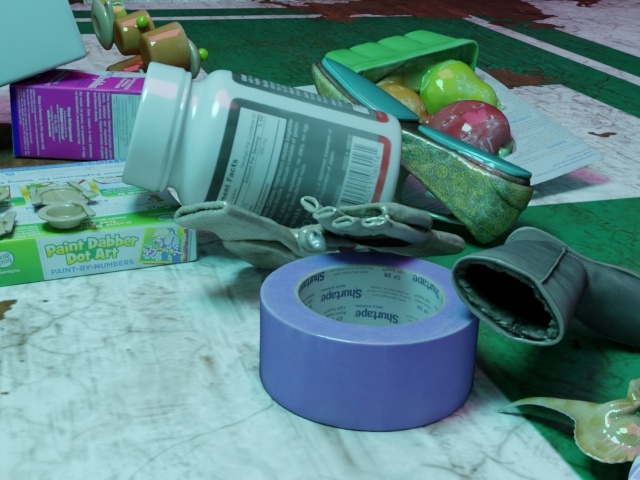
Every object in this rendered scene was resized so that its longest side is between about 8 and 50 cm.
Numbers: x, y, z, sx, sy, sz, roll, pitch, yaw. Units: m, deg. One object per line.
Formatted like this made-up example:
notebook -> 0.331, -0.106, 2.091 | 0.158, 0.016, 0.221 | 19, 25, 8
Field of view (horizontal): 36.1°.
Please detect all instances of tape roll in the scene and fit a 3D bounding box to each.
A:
tape roll -> 0.041, 0.080, 0.850 | 0.188, 0.080, 0.189 | 3, 22, -1

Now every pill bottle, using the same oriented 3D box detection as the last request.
pill bottle -> -0.066, -0.096, 1.092 | 0.283, 0.161, 0.161 | 13, 20, -12

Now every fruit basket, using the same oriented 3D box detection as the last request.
fruit basket -> 0.167, -0.157, 1.410 | 0.327, 0.165, 0.353 | -20, 51, -28

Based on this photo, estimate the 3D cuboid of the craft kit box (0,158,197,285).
craft kit box -> -0.295, -0.029, 1.133 | 0.249, 0.061, 0.246 | -7, 21, -21

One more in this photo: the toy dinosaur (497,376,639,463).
toy dinosaur -> 0.225, 0.137, 0.748 | 0.092, 0.053, 0.183 | -23, 32, -27

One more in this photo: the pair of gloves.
pair of gloves -> 0.000, 0.000, 0.976 | 0.240, 0.042, 0.204 | -2, -14, 28

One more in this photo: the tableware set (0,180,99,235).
tableware set -> -0.319, -0.037, 1.054 | 0.168, 0.020, 0.141 | -7, 24, -22

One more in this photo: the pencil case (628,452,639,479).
pencil case -> 0.192, 0.192, 0.569 | 0.086, 0.088, 0.206 | -15, 8, 34

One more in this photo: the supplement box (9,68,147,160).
supplement box -> -0.327, -0.183, 1.437 | 0.219, 0.114, 0.111 | 4, 23, 1

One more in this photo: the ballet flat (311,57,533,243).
ballet flat -> 0.099, -0.109, 1.217 | 0.348, 0.123, 0.123 | 35, 36, 29

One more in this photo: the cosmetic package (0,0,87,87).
cosmetic package -> -0.588, -0.266, 1.381 | 0.453, 0.162, 0.230 | -24, 23, -19

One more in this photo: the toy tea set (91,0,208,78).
toy tea set -> -0.262, -0.294, 1.608 | 0.124, 0.200, 0.336 | -18, 28, -24

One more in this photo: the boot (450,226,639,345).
boot -> 0.217, 0.051, 0.851 | 0.189, 0.076, 0.208 | 25, 10, 14
